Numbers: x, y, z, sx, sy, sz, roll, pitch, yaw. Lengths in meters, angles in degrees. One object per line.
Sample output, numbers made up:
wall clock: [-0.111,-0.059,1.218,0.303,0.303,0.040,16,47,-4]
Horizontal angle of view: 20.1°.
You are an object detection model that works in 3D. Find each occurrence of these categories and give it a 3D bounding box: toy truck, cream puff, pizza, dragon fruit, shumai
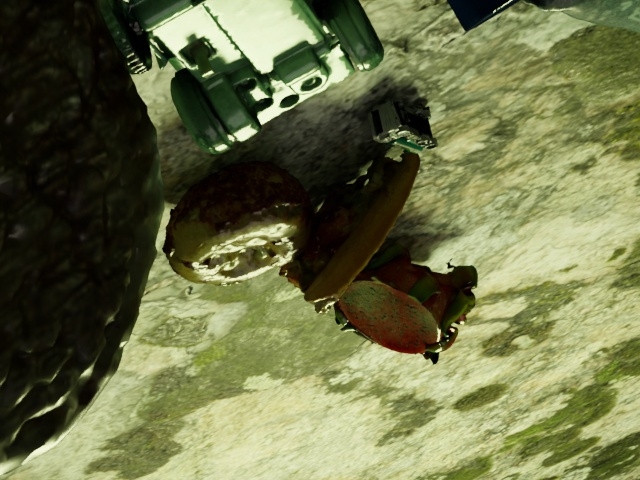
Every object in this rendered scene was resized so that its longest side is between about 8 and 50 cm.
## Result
toy truck: [-0.069,-0.177,1.259,0.155,0.156,0.279,-29,155,8]
cream puff: [-0.078,-0.019,1.651,0.149,0.084,0.149,-16,154,-8]
toy truck: [0.076,-0.104,1.681,0.044,0.039,0.083,-22,161,28]
pizza: [0.000,0.000,1.740,0.193,0.053,0.201,-28,-155,48]
dragon fruit: [0.094,0.068,1.963,0.138,0.142,0.175,5,-157,41]
shumai: [-0.320,-0.039,1.129,0.395,0.395,0.348,1,-175,-44]

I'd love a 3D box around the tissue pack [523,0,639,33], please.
tissue pack: [0.323,-0.297,1.455,0.228,0.103,0.315,7,139,-46]

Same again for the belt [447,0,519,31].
belt: [0.210,-0.277,1.264,0.347,0.117,0.212,-30,-178,33]
